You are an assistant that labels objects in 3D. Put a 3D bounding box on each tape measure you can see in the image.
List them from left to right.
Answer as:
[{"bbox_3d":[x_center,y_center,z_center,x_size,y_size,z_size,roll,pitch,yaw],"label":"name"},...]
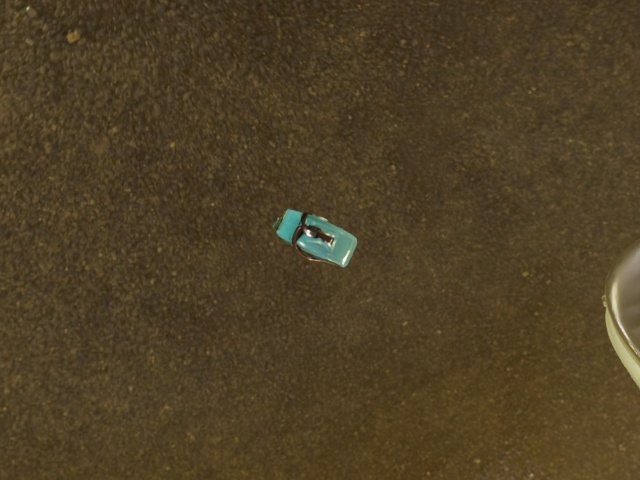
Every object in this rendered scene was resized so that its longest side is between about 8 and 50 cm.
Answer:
[{"bbox_3d":[0.000,0.000,1.103,0.146,0.125,0.080,30,83,-55],"label":"tape measure"}]

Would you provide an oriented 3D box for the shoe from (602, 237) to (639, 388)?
[{"bbox_3d":[0.260,0.111,0.320,0.103,0.274,0.098,-36,162,1],"label":"shoe"}]
